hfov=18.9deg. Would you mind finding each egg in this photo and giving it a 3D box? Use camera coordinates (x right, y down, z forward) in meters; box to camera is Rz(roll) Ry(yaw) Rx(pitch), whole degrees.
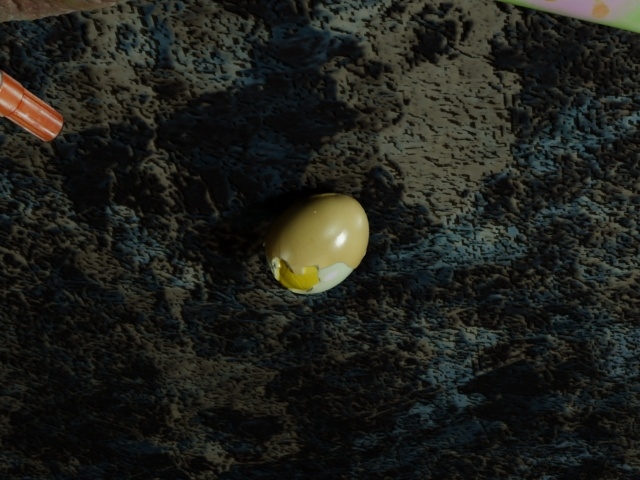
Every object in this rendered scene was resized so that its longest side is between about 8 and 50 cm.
[{"bbox_3d":[0.000,0.000,1.447,0.083,0.071,0.071,-32,138,32],"label":"egg"}]

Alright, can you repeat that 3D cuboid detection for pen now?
[{"bbox_3d":[-0.258,-0.129,1.269,0.028,0.028,0.239,-22,142,30],"label":"pen"}]

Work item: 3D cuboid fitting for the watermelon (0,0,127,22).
[{"bbox_3d":[-0.155,-0.240,0.974,0.262,0.213,0.201,18,160,-20],"label":"watermelon"}]

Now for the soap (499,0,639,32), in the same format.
[{"bbox_3d":[0.151,-0.220,1.030,0.199,0.138,0.182,9,148,-19],"label":"soap"}]
